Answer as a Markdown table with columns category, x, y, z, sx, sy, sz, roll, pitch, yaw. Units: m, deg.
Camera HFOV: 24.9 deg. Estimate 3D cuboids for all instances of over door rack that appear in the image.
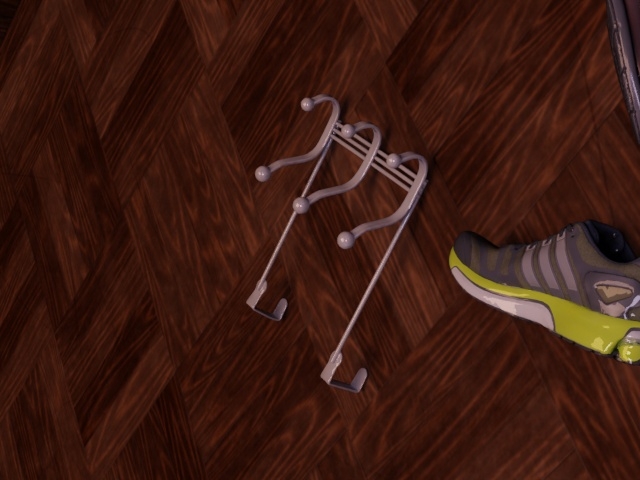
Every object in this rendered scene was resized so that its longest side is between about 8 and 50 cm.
| category | x | y | z | sx | sy | sz | roll | pitch | yaw |
| --- | --- | --- | --- | --- | --- | --- | --- | --- | --- |
| over door rack | 0.000 | 0.000 | 1.846 | 0.239 | 0.108 | 0.324 | 40 | 119 | 52 |

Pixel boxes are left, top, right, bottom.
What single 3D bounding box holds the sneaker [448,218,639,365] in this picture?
| category | x | y | z | sx | sy | sz | roll | pitch | yaw |
| --- | --- | --- | --- | --- | --- | --- | --- | --- | --- |
| sneaker | 0.252 | 0.033 | 1.488 | 0.300 | 0.111 | 0.121 | 24 | 96 | 49 |

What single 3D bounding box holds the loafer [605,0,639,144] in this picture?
| category | x | y | z | sx | sy | sz | roll | pitch | yaw |
| --- | --- | --- | --- | --- | --- | --- | --- | --- | --- |
| loafer | 0.321 | -0.237 | 1.409 | 0.095 | 0.109 | 0.303 | -12 | 72 | 10 |
